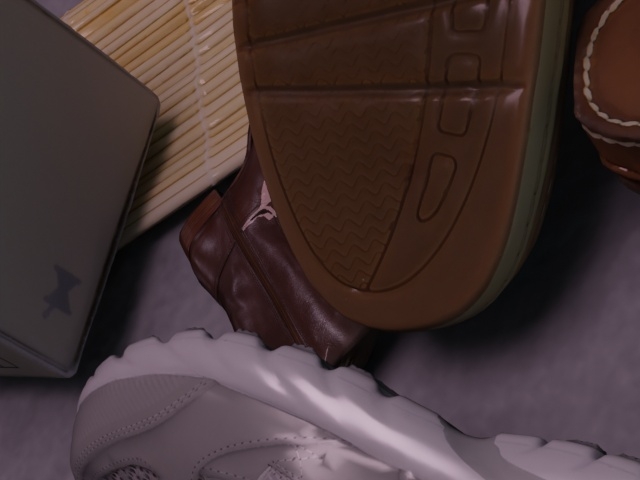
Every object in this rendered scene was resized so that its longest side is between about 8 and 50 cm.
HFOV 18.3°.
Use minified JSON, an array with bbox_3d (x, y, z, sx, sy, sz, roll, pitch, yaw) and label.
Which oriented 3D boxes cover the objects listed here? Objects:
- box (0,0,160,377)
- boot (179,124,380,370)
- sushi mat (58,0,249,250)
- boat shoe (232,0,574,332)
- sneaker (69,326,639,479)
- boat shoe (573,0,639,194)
[{"bbox_3d":[-0.206,-0.029,0.803,0.232,0.148,0.127,-3,62,40],"label":"box"},{"bbox_3d":[0.000,0.000,0.710,0.106,0.037,0.114,-56,37,19],"label":"boot"},{"bbox_3d":[-0.054,-0.078,0.823,0.316,0.019,0.151,-33,48,22],"label":"sushi mat"},{"bbox_3d":[0.048,-0.138,0.679,0.121,0.110,0.341,-3,84,35],"label":"boat shoe"},{"bbox_3d":[0.013,0.104,0.582,0.281,0.105,0.115,12,73,45],"label":"sneaker"},{"bbox_3d":[0.207,-0.101,0.528,0.324,0.120,0.122,-20,52,32],"label":"boat shoe"}]
